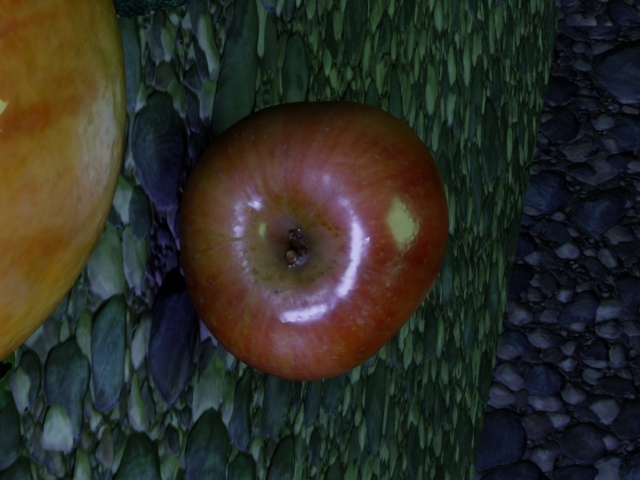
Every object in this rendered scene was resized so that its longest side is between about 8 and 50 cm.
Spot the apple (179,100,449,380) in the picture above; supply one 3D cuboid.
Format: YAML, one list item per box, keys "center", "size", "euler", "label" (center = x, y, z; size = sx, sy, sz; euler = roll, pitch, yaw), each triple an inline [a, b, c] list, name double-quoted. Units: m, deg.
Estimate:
- center: [0.000, 0.000, 1.341]
  size: [0.241, 0.242, 0.242]
  euler: [4, 88, -75]
  label: "apple"

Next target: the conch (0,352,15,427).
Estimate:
- center: [-0.220, 0.031, 0.906]
  size: [0.095, 0.079, 0.201]
  euler: [104, -18, -82]
  label: "conch"

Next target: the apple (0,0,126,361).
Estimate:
- center: [-0.214, -0.055, 0.581]
  size: [0.233, 0.286, 0.286]
  euler: [-41, 132, -58]
  label: "apple"

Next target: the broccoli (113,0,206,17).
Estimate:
- center: [-0.128, -0.251, 0.881]
  size: [0.297, 0.297, 0.297]
  euler: [157, -63, -80]
  label: "broccoli"
